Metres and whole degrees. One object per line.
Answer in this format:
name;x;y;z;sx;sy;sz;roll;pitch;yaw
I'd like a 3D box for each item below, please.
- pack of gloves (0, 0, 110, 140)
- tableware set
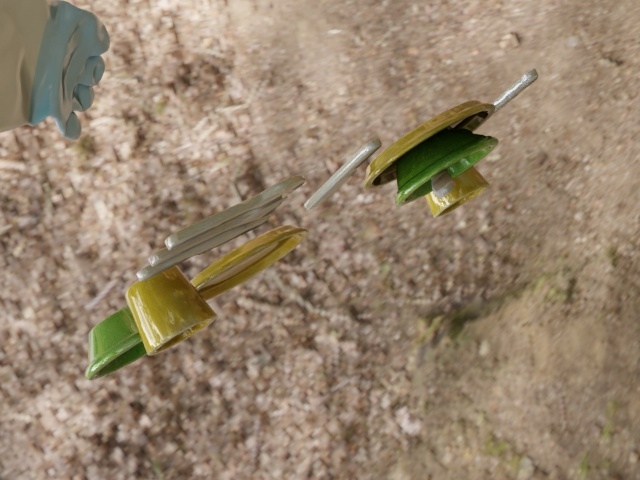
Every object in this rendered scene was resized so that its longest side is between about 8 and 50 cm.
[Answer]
pack of gloves;-0.121;-0.148;0.681;0.046;0.232;0.195;8;94;1
tableware set;0.000;0.000;0.399;0.024;0.154;0.104;58;145;7
